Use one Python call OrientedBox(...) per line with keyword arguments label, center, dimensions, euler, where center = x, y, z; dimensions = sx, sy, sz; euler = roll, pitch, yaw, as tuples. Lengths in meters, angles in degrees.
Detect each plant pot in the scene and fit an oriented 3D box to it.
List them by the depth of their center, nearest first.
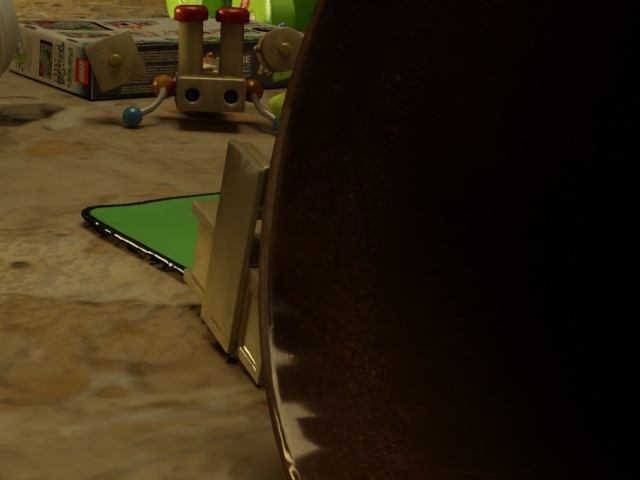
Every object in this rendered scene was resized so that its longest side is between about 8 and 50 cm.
OrientedBox(label="plant pot", center=(0.136, 0.000, 0.336), dimensions=(0.230, 0.215, 0.215), euler=(12, 11, -30))

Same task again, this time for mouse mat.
OrientedBox(label="mouse mat", center=(0.006, -0.002, 0.596), dimensions=(0.189, 0.007, 0.152), euler=(-9, 22, -38))

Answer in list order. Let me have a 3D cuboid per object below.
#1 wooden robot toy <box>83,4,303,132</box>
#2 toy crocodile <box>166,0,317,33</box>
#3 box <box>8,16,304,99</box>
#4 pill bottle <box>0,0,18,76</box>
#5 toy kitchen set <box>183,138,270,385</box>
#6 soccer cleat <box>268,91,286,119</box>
OrientedBox(label="wooden robot toy", center=(-0.062, -0.108, 0.826), dimensions=(0.173, 0.076, 0.079), euler=(3, 6, -10))
OrientedBox(label="toy crocodile", center=(-0.045, -0.225, 1.148), dimensions=(0.115, 0.105, 0.340), euler=(-5, 19, -32))
OrientedBox(label="box", center=(-0.108, -0.136, 0.952), dimensions=(0.207, 0.036, 0.114), euler=(-9, 22, -40))
OrientedBox(label="pill bottle", center=(-0.228, -0.101, 0.684), dimensions=(0.103, 0.103, 0.184), euler=(8, 17, 9))
OrientedBox(label="toy kitchen set", center=(0.000, 0.000, 0.465), dimensions=(0.075, 0.068, 0.083), euler=(-1, 24, -24))
OrientedBox(label="soccer cleat", center=(0.028, -0.050, 0.560), dimensions=(0.121, 0.093, 0.289), euler=(2, 4, 12))
